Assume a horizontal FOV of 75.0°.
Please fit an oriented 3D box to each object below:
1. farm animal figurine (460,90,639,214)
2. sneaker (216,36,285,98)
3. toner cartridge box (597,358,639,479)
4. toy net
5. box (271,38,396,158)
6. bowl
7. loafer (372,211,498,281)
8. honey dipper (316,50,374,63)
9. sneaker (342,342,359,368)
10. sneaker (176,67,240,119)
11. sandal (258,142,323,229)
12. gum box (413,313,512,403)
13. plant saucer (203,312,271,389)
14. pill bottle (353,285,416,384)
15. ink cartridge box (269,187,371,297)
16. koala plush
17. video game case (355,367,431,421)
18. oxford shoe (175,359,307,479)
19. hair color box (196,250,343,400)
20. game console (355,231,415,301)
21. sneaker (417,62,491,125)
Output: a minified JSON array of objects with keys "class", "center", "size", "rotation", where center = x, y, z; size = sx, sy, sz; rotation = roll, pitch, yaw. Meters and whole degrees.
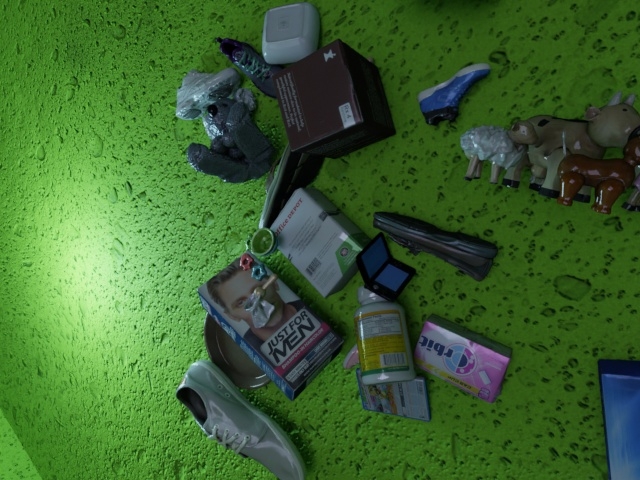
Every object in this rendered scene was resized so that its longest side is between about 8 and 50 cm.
[{"class":"farm animal figurine","center":[0.450,-0.146,0.680],"size":[0.326,0.330,0.172],"rotation":[30,114,52]},{"class":"sneaker","center":[-0.168,-0.430,1.043],"size":[0.223,0.098,0.083],"rotation":[40,112,19]},{"class":"toner cartridge box","center":[0.602,0.394,0.733],"size":[0.165,0.075,0.348],"rotation":[-6,93,30]},{"class":"toy net","center":[-0.157,0.088,0.989],"size":[0.122,0.045,0.232],"rotation":[-3,74,30]},{"class":"box","center":[0.035,-0.286,0.890],"size":[0.167,0.203,0.169],"rotation":[-16,88,29]},{"class":"bowl","center":[-0.076,-0.496,0.984],"size":[0.142,0.053,0.142],"rotation":[1,80,17]},{"class":"loafer","center":[0.228,0.011,0.885],"size":[0.267,0.096,0.084],"rotation":[20,111,23]},{"class":"honey dipper","center":[0.048,-0.421,0.967],"size":[0.160,0.030,0.030],"rotation":[15,102,25]},{"class":"sneaker","center":[0.112,0.275,0.998],"size":[0.070,0.051,0.134],"rotation":[42,109,24]},{"class":"sneaker","center":[-0.319,-0.425,1.133],"size":[0.232,0.090,0.115],"rotation":[-18,84,28]},{"class":"sandal","center":[-0.091,-0.148,1.029],"size":[0.086,0.120,0.303],"rotation":[43,114,33]},{"class":"gum box","center":[0.302,0.248,0.886],"size":[0.188,0.062,0.107],"rotation":[22,106,25]},{"class":"plant saucer","center":[-0.217,0.281,1.183],"size":[0.277,0.041,0.278],"rotation":[4,98,28]},{"class":"pill bottle","center":[0.135,0.204,0.916],"size":[0.117,0.117,0.208],"rotation":[-19,64,29]},{"class":"ink cartridge box","center":[0.000,0.000,1.003],"size":[0.219,0.092,0.160],"rotation":[46,115,18]},{"class":"koala plush","center":[-0.228,-0.278,1.071],"size":[0.196,0.203,0.221],"rotation":[-36,57,18]},{"class":"video game case","center":[0.170,0.360,0.979],"size":[0.166,0.015,0.119],"rotation":[-1,113,28]},{"class":"oxford shoe","center":[-0.230,0.519,1.146],"size":[0.449,0.130,0.169],"rotation":[38,127,14]},{"class":"hair color box","center":[-0.128,0.203,1.040],"size":[0.347,0.174,0.105],"rotation":[40,152,19]},{"class":"game console","center":[0.144,0.055,0.906],"size":[0.107,0.122,0.071],"rotation":[28,135,23]},{"class":"sneaker","center":[0.275,-0.286,0.841],"size":[0.152,0.058,0.085],"rotation":[-19,81,33]}]
